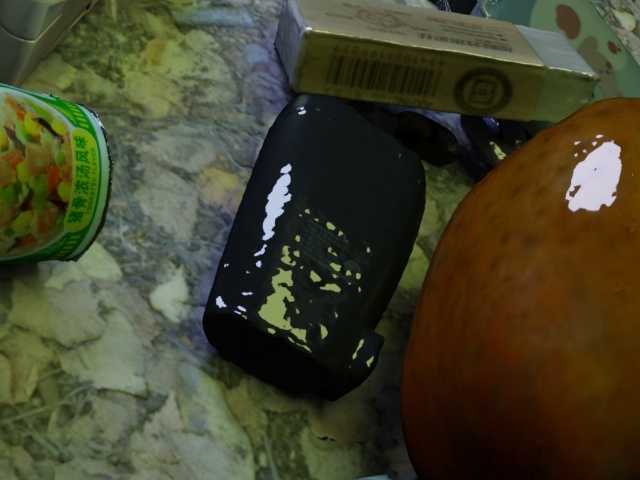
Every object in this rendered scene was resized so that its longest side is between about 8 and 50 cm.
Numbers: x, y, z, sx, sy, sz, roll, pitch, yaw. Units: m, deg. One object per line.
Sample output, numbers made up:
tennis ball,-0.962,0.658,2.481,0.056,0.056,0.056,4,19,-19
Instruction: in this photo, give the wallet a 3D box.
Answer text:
wallet,0.327,-0.198,1.793,0.360,0.083,0.252,48,46,-12

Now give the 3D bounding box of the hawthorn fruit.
hawthorn fruit,0.300,0.098,1.329,0.471,0.472,0.472,19,51,-25

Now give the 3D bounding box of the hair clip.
hair clip,0.231,-0.051,1.636,0.137,0.090,0.278,-24,70,-8

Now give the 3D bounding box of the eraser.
eraser,0.126,-0.203,1.576,0.343,0.078,0.144,7,28,-14

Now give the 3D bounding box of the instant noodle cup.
instant noodle cup,-0.311,-0.062,1.183,0.232,0.207,0.207,3,59,-43

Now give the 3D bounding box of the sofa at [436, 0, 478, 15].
sofa,0.174,-0.279,1.783,0.060,0.039,0.118,4,58,-37

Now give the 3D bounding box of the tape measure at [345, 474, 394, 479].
tape measure,0.045,0.327,1.193,0.275,0.147,0.256,-26,77,-45

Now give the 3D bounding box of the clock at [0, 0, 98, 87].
clock,-0.343,-0.341,1.355,0.325,0.184,0.342,35,41,-6

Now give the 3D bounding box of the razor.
razor,0.002,-0.001,1.416,0.189,0.107,0.327,32,47,-13

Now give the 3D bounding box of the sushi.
sushi,0.124,-0.125,1.636,0.083,0.044,0.046,26,49,-22
